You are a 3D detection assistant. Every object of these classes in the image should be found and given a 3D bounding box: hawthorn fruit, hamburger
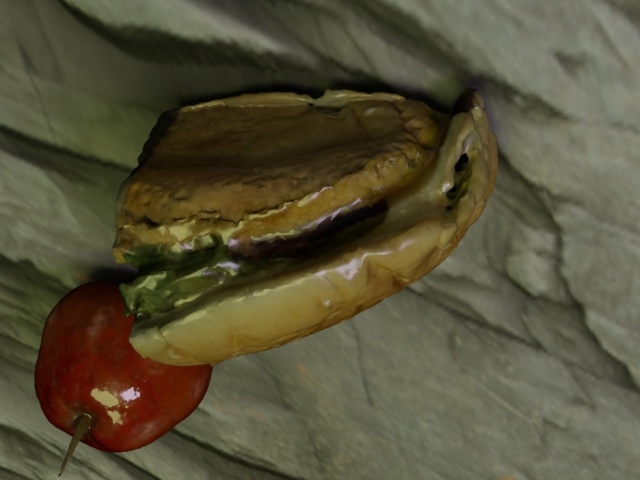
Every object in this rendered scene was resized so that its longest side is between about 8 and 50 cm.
[{"bbox_3d":[-0.145,0.089,0.717,0.125,0.140,0.125,2,96,20],"label":"hawthorn fruit"},{"bbox_3d":[0.000,0.000,0.574,0.207,0.155,0.135,-6,132,15],"label":"hamburger"}]
